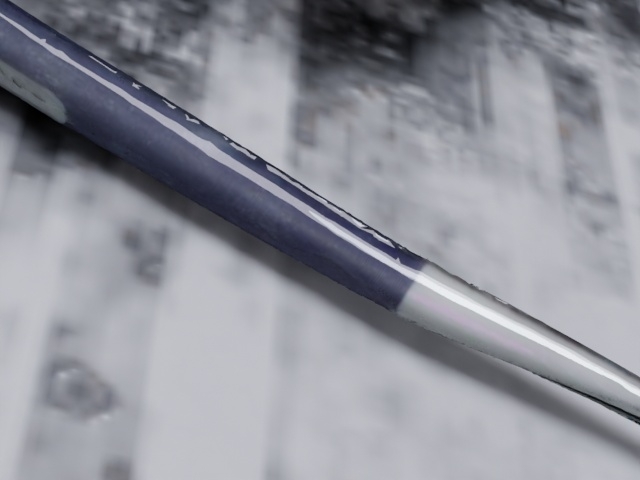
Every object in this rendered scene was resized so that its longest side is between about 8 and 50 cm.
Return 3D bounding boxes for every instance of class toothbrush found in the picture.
[{"bbox_3d":[0.000,0.000,0.330,0.288,0.024,0.026,32,54,6],"label":"toothbrush"}]
